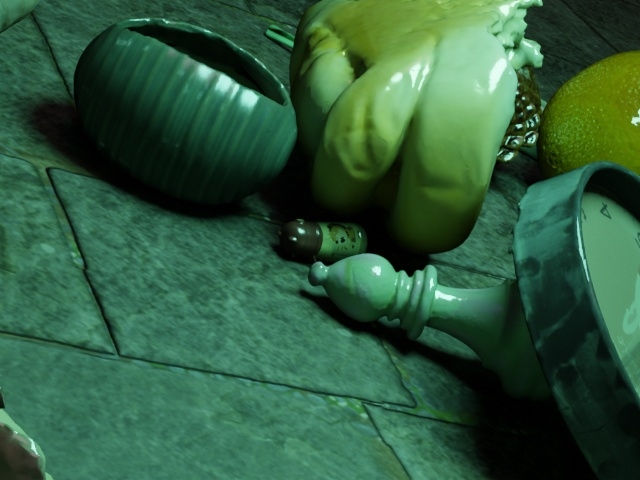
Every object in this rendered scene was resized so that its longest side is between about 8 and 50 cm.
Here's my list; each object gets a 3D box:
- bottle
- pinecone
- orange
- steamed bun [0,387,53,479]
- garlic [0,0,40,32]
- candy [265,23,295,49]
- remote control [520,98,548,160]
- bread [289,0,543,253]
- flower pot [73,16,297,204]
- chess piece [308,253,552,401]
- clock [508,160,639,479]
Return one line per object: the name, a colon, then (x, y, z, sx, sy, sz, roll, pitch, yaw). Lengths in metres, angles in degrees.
bottle: (0.001, 0.001, 1.700, 0.101, 0.047, 0.063, 7, 41, -40)
pinecone: (0.219, -0.191, 2.199, 0.169, 0.185, 0.212, -8, 3, 11)
orange: (0.436, -0.129, 2.206, 0.274, 0.274, 0.274, 24, 23, -11)
steamed bun: (-0.271, 0.176, 0.799, 0.272, 0.273, 0.290, -35, 51, -17)
garlic: (-0.416, -0.310, 1.642, 0.322, 0.241, 0.322, -13, 26, 6)
candy: (0.025, -0.242, 2.254, 0.262, 0.073, 0.077, 31, 3, 26)
remote control: (0.287, -0.188, 2.389, 0.310, 0.090, 0.038, 32, 36, 10)
bread: (0.094, -0.175, 1.813, 0.245, 0.329, 0.424, 23, 24, -14)
flower pot: (-0.145, -0.136, 1.684, 0.243, 0.157, 0.189, 30, 24, 3)
chess piece: (0.119, 0.066, 1.622, 0.272, 0.139, 0.139, 16, 23, -2)
clock: (0.320, 0.102, 1.560, 0.386, 0.076, 0.386, 39, 36, -37)
